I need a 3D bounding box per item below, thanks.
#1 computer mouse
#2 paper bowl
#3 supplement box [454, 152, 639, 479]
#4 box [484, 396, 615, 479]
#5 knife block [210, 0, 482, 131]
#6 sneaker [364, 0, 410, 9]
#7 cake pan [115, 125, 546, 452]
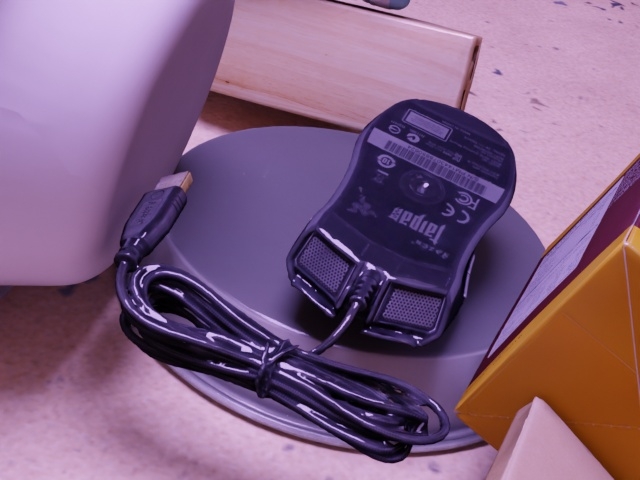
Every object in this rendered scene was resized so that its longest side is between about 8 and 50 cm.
[{"bbox_3d":[0.000,0.000,0.545,0.184,0.060,0.262,22,44,4],"label":"computer mouse"},{"bbox_3d":[-0.144,-0.091,0.517,0.148,0.284,0.284,24,33,-1],"label":"paper bowl"},{"bbox_3d":[0.206,0.062,0.514,0.191,0.129,0.194,40,36,4],"label":"supplement box"},{"bbox_3d":[0.105,0.173,0.372,0.164,0.021,0.201,51,34,-2],"label":"box"},{"bbox_3d":[-0.044,-0.153,0.779,0.242,0.088,0.275,4,17,-27],"label":"knife block"},{"bbox_3d":[-0.015,-0.272,0.826,0.208,0.127,0.319,14,12,-1],"label":"sneaker"},{"bbox_3d":[0.020,0.011,0.638,0.293,0.054,0.293,11,32,-7],"label":"cake pan"}]
